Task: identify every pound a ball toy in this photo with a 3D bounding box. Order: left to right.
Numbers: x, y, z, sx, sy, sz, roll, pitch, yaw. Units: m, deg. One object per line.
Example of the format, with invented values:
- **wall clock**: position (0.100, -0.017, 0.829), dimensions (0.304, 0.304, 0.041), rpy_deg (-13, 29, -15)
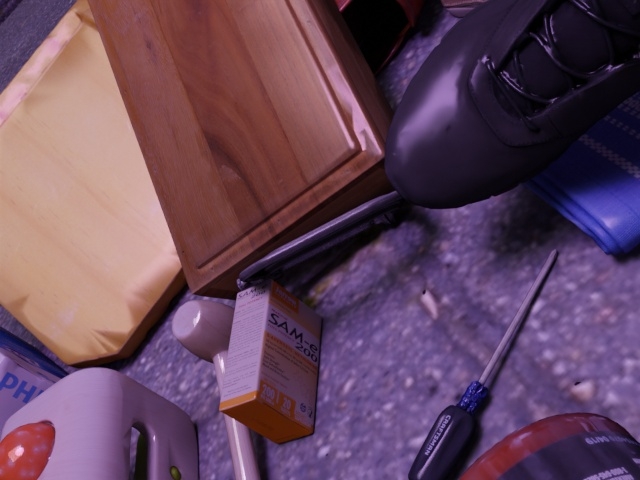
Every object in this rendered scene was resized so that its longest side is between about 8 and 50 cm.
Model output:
- **pound a ball toy**: position (-0.142, 0.191, 0.513), dimensions (0.208, 0.135, 0.319), rpy_deg (-35, 38, 20)

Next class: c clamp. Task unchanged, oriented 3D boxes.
- **c clamp**: position (0.000, 0.000, 0.582), dimensions (0.160, 0.137, 0.022), rpy_deg (-27, 82, 11)

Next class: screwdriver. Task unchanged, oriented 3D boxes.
- **screwdriver**: position (0.102, 0.073, 0.455), dimensions (0.170, 0.024, 0.025), rpy_deg (-55, 6, -11)

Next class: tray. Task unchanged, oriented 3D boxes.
- **tray**: position (-0.090, -0.177, 0.688), dimensions (0.202, 0.076, 0.411), rpy_deg (-35, 66, 24)

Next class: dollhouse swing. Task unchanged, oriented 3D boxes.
- **dollhouse swing**: position (-0.239, -0.042, 0.902), dimensions (0.347, 0.305, 0.315), rpy_deg (-54, -6, -6)

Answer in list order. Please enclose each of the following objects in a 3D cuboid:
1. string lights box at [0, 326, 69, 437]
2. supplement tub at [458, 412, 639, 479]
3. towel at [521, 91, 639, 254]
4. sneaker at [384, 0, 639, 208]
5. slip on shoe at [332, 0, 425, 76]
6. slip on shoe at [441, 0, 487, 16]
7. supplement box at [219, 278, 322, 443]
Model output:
- **string lights box**: position (-0.305, 0.137, 0.741), dimensions (0.259, 0.133, 0.077), rpy_deg (13, 68, 52)
- **supplement tub**: position (0.128, 0.161, 0.272), dimensions (0.106, 0.106, 0.198), rpy_deg (-45, 35, 7)
- **towel**: position (0.243, -0.163, 0.504), dimensions (0.336, 0.040, 0.243), rpy_deg (-44, 36, 8)
- **sneaker**: position (0.147, -0.118, 0.412), dimensions (0.286, 0.109, 0.130), rpy_deg (-40, -1, 15)
- **slip on shoe**: position (0.062, -0.242, 0.719), dimensions (0.331, 0.123, 0.101), rpy_deg (-52, 49, 2)
- **slip on shoe**: position (0.154, -0.225, 0.655), dimensions (0.135, 0.041, 0.051), rpy_deg (10, 65, 51)
- **supplement box**: position (-0.033, 0.086, 0.554), dimensions (0.036, 0.062, 0.098), rpy_deg (-25, 43, 31)
